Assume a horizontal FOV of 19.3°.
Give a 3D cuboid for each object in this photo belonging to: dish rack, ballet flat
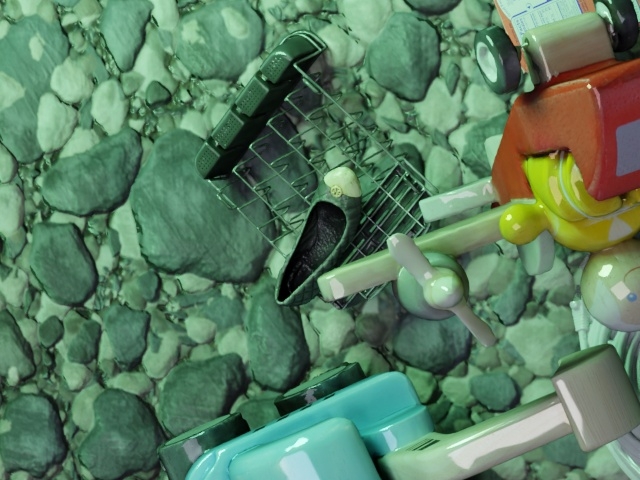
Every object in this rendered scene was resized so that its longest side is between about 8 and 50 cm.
[{"bbox_3d":[0.001,-0.069,2.058,0.271,0.074,0.208,44,120,10],"label":"dish rack"},{"bbox_3d":[0.000,0.000,2.006,0.057,0.049,0.173,29,116,15],"label":"ballet flat"}]

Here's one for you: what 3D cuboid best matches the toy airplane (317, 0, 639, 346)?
[{"bbox_3d":[0.235,-0.031,1.756,0.386,0.384,0.272,-34,71,30],"label":"toy airplane"}]

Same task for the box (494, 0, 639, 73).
[{"bbox_3d":[0.230,-0.332,1.814,0.154,0.142,0.300,-22,92,37],"label":"box"}]

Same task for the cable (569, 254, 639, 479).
[{"bbox_3d":[0.359,0.130,1.837,0.257,0.089,0.257,-7,87,58],"label":"cable"}]

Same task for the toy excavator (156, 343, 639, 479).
[{"bbox_3d":[0.076,0.239,1.932,0.432,0.445,0.222,-23,91,-12],"label":"toy excavator"}]
